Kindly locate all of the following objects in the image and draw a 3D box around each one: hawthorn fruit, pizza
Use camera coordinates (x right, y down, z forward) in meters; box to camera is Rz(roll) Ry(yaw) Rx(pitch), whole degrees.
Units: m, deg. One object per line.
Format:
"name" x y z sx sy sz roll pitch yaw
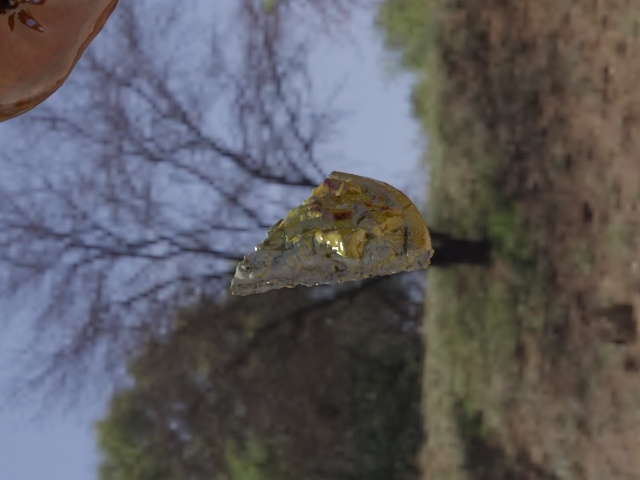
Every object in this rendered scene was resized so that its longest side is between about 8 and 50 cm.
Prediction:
"hawthorn fruit" -0.286 -0.223 1.347 0.284 0.284 0.284 4 -90 -76
"pizza" 0.000 0.000 0.880 0.123 0.108 0.026 42 156 60
